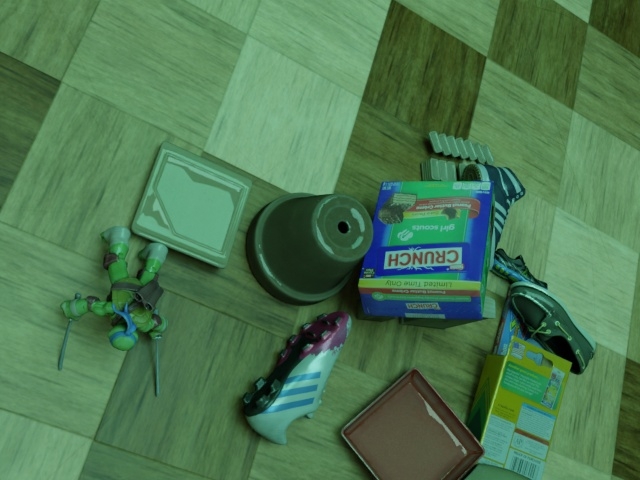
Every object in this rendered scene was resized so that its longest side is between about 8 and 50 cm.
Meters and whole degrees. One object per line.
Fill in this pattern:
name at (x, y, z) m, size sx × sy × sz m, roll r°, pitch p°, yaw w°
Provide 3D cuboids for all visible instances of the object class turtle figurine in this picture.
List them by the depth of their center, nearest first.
turtle figurine at (-0.403, 0.128, 1.583) m, size 0.198 × 0.274 × 0.266 m, roll 5°, pitch 52°, yaw -4°

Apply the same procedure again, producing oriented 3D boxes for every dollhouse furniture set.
dollhouse furniture set at (0.257, 0.040, 1.901) m, size 0.286 × 0.198 × 0.303 m, roll 9°, pitch 72°, yaw -26°

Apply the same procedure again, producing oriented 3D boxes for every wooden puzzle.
wooden puzzle at (-0.279, -0.076, 1.742) m, size 0.221 × 0.044 × 0.238 m, roll 24°, pitch 62°, yaw -20°

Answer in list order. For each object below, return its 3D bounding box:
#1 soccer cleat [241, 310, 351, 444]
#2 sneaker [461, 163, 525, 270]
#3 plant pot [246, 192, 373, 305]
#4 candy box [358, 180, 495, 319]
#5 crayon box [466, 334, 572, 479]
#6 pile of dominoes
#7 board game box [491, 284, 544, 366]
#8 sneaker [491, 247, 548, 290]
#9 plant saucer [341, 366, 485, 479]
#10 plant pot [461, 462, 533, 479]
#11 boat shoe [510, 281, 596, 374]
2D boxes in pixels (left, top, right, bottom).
soccer cleat at (-0.033, 0.298, 1.741) m, size 0.331 × 0.116 × 0.143 m, roll -45°, pitch 115°, yaw -27°
sneaker at (0.456, -0.061, 2.078) m, size 0.153 × 0.099 × 0.282 m, roll -5°, pitch 92°, yaw -33°
plant pot at (0.000, 0.000, 1.758) m, size 0.263 × 0.229 × 0.263 m, roll 8°, pitch 74°, yaw -27°
candy box at (0.245, 0.016, 1.793) m, size 0.122 × 0.268 × 0.317 m, roll 69°, pitch 28°, yaw -48°
crayon box at (0.479, 0.417, 1.961) m, size 0.203 × 0.083 × 0.322 m, roll 25°, pitch 75°, yaw -20°
pile of dominoes at (0.375, -0.178, 2.131) m, size 0.251 × 0.040 × 0.195 m, roll 7°, pitch 73°, yaw -35°
board game box at (0.520, 0.271, 2.078) m, size 0.145 × 0.027 × 0.281 m, roll 30°, pitch 64°, yaw -20°
sneaker at (0.532, 0.081, 2.112) m, size 0.188 × 0.067 × 0.078 m, roll 31°, pitch 70°, yaw -15°
plant saucer at (0.207, 0.464, 1.820) m, size 0.259 × 0.047 × 0.258 m, roll -35°, pitch 80°, yaw -31°
plant pot at (0.376, 0.616, 1.787) m, size 0.284 × 0.284 × 0.191 m, roll -35°, pitch 74°, yaw -31°
boat shoe at (0.591, 0.225, 2.050) m, size 0.305 × 0.109 × 0.091 m, roll 42°, pitch 56°, yaw -17°
